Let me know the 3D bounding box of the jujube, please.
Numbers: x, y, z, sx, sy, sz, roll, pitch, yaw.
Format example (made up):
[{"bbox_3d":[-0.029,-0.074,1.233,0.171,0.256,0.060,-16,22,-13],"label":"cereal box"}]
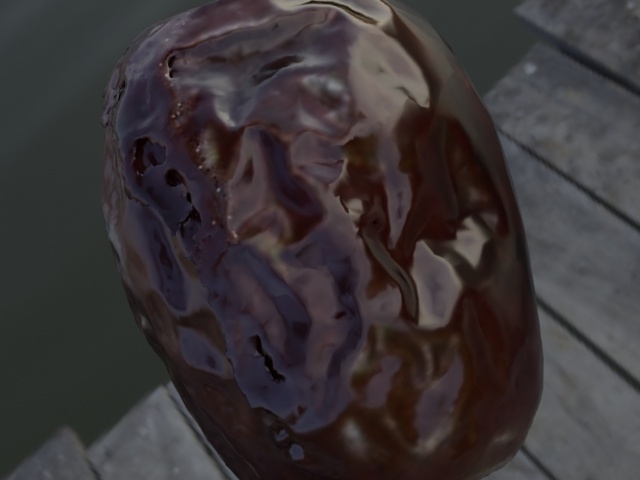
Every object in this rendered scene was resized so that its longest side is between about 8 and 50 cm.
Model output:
[{"bbox_3d":[0.000,0.000,0.645,0.183,0.183,0.243,-22,85,19],"label":"jujube"}]
